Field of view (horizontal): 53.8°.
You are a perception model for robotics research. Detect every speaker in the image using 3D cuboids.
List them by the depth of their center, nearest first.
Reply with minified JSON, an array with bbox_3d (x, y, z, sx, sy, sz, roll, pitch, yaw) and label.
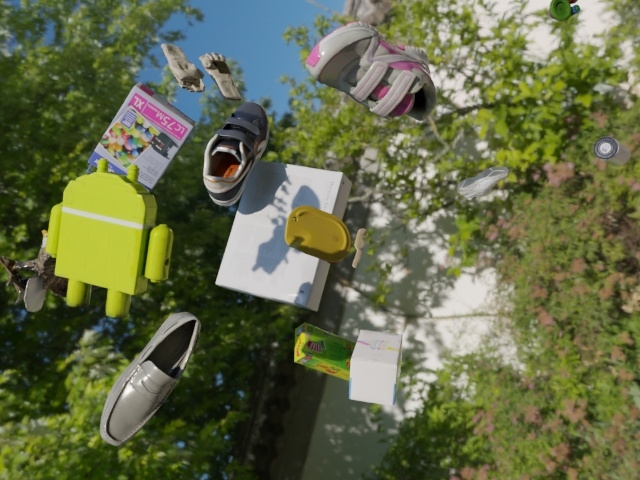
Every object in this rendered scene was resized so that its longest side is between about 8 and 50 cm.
[{"bbox_3d":[0.691,-0.210,1.491,0.136,0.055,0.055,0,-73,-53],"label":"speaker"}]

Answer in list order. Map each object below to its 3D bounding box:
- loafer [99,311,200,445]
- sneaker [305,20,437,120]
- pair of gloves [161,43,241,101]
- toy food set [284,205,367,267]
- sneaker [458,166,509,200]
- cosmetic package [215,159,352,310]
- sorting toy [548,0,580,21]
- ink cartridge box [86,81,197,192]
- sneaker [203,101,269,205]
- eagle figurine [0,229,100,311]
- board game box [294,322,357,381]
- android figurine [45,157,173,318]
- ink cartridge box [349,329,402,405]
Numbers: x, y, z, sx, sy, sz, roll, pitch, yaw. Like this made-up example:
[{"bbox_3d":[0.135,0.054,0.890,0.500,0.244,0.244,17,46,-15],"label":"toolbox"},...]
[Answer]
[{"bbox_3d":[-0.367,0.294,1.371,0.111,0.112,0.319,-21,37,60],"label":"loafer"},{"bbox_3d":[0.093,-0.244,0.948,0.252,0.111,0.103,-1,-36,-38],"label":"sneaker"},{"bbox_3d":[-0.372,-0.536,1.991,0.240,0.204,0.042,3,-38,-42],"label":"pair of gloves"},{"bbox_3d":[0.000,0.000,1.550,0.071,0.218,0.128,-34,41,53],"label":"toy food set"},{"bbox_3d":[0.488,-0.170,1.863,0.061,0.152,0.053,56,-156,-27],"label":"sneaker"},{"bbox_3d":[-0.100,-0.020,1.749,0.097,0.284,0.377,34,-111,-63],"label":"cosmetic package"},{"bbox_3d":[0.492,-0.478,1.279,0.102,0.061,0.042,-54,12,-15],"label":"sorting toy"},{"bbox_3d":[-0.497,-0.249,1.717,0.311,0.186,0.065,-50,15,22],"label":"ink cartridge box"},{"bbox_3d":[-0.223,-0.258,1.699,0.127,0.126,0.321,77,-155,-66],"label":"sneaker"},{"bbox_3d":[-0.698,0.048,1.714,0.226,0.298,0.225,178,73,-75],"label":"eagle figurine"},{"bbox_3d":[0.020,0.281,1.575,0.043,0.181,0.092,-38,38,38],"label":"board game box"},{"bbox_3d":[-0.378,-0.006,1.118,0.056,0.248,0.272,-12,-68,-74],"label":"android figurine"},{"bbox_3d":[0.113,0.246,1.256,0.143,0.090,0.092,-57,-29,-68],"label":"ink cartridge box"}]
